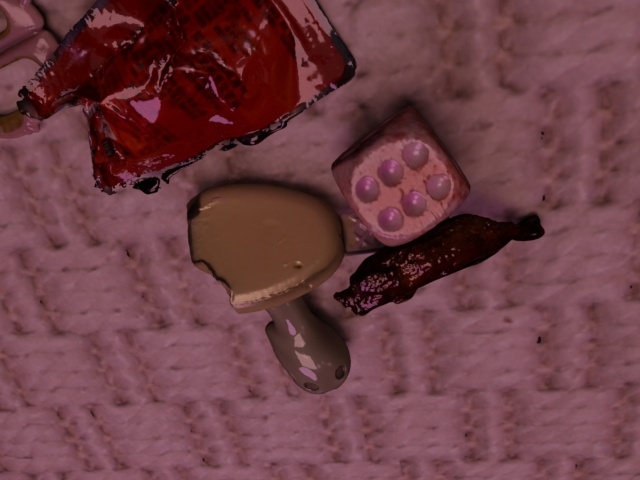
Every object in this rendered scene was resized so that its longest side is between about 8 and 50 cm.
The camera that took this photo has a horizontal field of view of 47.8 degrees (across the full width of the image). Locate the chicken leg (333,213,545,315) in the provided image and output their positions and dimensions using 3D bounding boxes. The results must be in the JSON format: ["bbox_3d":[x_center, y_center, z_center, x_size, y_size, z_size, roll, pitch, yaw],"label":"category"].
[{"bbox_3d":[0.113,0.012,0.668,0.219,0.048,0.089,-24,165,-7],"label":"chicken leg"}]

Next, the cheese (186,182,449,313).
[{"bbox_3d":[0.000,0.000,0.702,0.256,0.127,0.050,-5,169,-1],"label":"cheese"}]

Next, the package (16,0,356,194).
[{"bbox_3d":[-0.124,-0.146,0.629,0.270,0.071,0.194,-26,132,18],"label":"package"}]

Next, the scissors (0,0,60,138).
[{"bbox_3d":[-0.371,-0.144,0.684,0.318,0.024,0.160,-19,122,18],"label":"scissors"}]

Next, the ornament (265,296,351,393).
[{"bbox_3d":[-0.024,0.101,0.782,0.081,0.074,0.156,-15,123,23],"label":"ornament"}]

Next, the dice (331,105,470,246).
[{"bbox_3d":[0.070,-0.057,0.638,0.093,0.091,0.094,-36,102,14],"label":"dice"}]
